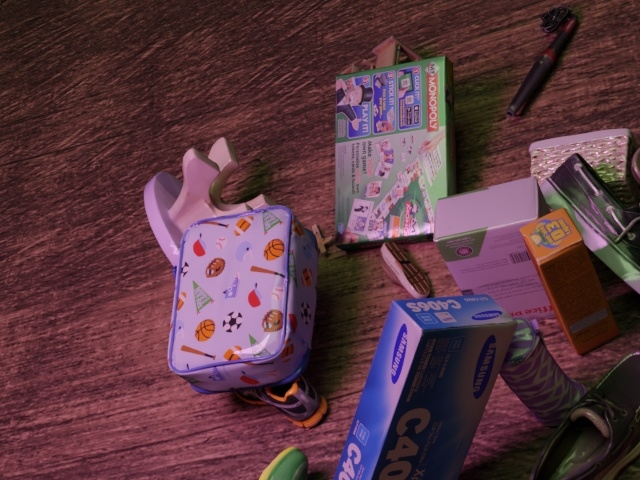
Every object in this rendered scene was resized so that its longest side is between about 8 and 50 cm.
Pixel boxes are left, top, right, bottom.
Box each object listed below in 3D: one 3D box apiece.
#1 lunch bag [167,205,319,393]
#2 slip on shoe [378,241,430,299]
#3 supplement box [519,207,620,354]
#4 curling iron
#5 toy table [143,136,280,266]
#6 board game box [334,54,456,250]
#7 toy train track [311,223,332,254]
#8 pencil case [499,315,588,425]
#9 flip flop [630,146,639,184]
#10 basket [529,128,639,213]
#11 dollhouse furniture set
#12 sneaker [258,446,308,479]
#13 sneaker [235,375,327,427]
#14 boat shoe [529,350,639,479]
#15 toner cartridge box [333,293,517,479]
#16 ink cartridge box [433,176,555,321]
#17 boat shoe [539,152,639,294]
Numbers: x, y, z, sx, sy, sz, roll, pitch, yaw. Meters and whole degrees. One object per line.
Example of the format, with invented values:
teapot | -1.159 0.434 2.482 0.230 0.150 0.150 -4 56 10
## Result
lunch bag | -0.130 0.091 2.000 0.243 0.115 0.303 -12 56 25
slip on shoe | 0.136 0.058 2.061 0.135 0.051 0.041 54 128 39
supplement box | 0.360 0.062 1.782 0.080 0.233 0.078 -28 44 7
curling iron | 0.395 -0.323 2.241 0.068 0.035 0.274 4 55 38
toy table | -0.199 -0.058 2.231 0.161 0.252 0.274 -39 56 18
board game box | 0.128 -0.149 2.151 0.213 0.046 0.317 -6 74 25
toy train track | 0.000 0.000 2.210 0.048 0.014 0.083 -34 37 11
pencil case | 0.301 0.182 1.737 0.088 0.206 0.086 -32 45 9
flip flop | 0.603 -0.097 1.850 0.277 0.080 0.112 21 63 25
basket | 0.423 -0.097 1.974 0.167 0.113 0.103 -7 54 26
dollhouse furniture set | 0.110 -0.259 2.339 0.161 0.101 0.182 -30 39 42
sneaker | -0.046 0.444 1.803 0.123 0.109 0.296 3 54 10
sneaker | -0.081 0.226 2.010 0.214 0.083 0.084 18 65 41
boat shoe | 0.381 0.260 1.699 0.102 0.092 0.285 26 69 42
toner cartridge box | 0.131 0.241 1.673 0.165 0.348 0.075 -3 31 -34
ink cartridge box | 0.282 0.024 1.874 0.160 0.219 0.093 -12 45 20
boat shoe | 0.456 -0.009 1.826 0.105 0.113 0.306 -49 57 14
